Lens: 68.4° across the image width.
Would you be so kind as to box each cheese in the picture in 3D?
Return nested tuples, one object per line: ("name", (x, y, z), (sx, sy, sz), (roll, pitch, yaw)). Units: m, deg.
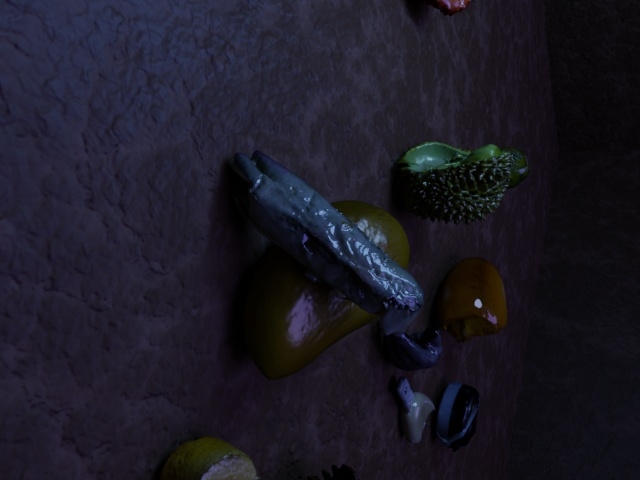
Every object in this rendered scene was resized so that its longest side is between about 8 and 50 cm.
("cheese", (0.225, 0.403, 1.152), (0.127, 0.050, 0.235), (-58, 139, -34))

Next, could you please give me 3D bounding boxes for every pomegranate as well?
("pomegranate", (0.654, -0.235, 1.645), (0.122, 0.143, 0.169), (53, 42, -46))

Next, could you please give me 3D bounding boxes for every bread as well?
("bread", (-0.149, 0.358, 0.544), (0.102, 0.094, 0.245), (17, 79, -47))

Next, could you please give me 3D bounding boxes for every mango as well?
("mango", (0.013, 0.050, 0.704), (0.332, 0.142, 0.195), (-28, 103, -42))
("mango", (0.444, 0.159, 1.342), (0.350, 0.201, 0.199), (-46, 160, -54))

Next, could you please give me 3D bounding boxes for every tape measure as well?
("tape measure", (0.405, 0.512, 1.391), (0.182, 0.107, 0.180), (1, 96, -57))

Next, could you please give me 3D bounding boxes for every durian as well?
("durian", (0.287, -0.124, 1.026), (0.200, 0.237, 0.176), (-37, 131, -68))

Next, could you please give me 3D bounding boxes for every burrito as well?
("burrito", (0.002, -0.003, 0.600), (0.096, 0.309, 0.066), (-46, 174, -34))

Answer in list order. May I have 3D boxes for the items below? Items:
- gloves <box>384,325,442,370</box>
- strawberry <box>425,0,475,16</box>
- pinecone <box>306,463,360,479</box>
("gloves", (0.216, 0.234, 1.054), (0.285, 0.142, 0.119), (41, 33, -50))
("strawberry", (0.237, -0.598, 1.019), (0.237, 0.111, 0.190), (8, 98, -34))
("pinecone", (0.016, 0.475, 0.701), (0.273, 0.224, 0.224), (-36, 125, -26))
